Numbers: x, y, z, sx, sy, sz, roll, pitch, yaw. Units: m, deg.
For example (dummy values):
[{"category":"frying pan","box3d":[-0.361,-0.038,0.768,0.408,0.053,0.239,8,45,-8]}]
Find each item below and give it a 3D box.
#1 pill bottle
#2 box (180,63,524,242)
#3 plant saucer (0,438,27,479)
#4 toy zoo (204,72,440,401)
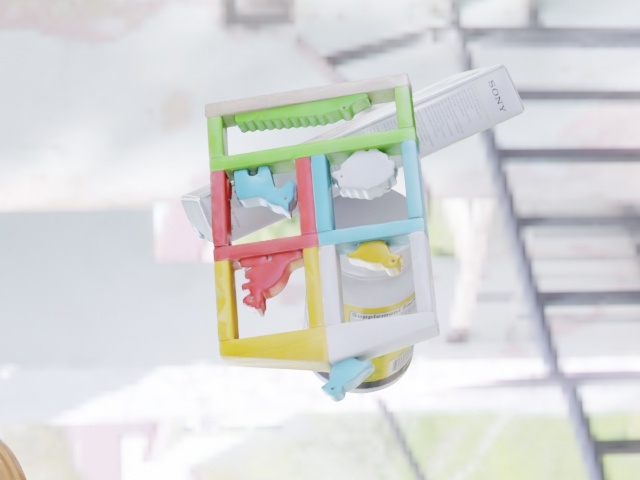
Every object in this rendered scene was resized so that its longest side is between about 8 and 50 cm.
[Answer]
[{"category":"pill bottle","box3d":[0.044,0.049,1.935,0.208,0.119,0.119,94,171,-48]},{"category":"box","box3d":[0.024,-0.085,1.900,0.232,0.322,0.058,-170,57,-81]},{"category":"plant saucer","box3d":[-0.365,0.258,1.771,0.037,0.200,0.200,37,-131,-73]},{"category":"toy zoo","box3d":[0.000,0.000,1.689,0.030,0.192,0.293,64,-160,-65]}]
